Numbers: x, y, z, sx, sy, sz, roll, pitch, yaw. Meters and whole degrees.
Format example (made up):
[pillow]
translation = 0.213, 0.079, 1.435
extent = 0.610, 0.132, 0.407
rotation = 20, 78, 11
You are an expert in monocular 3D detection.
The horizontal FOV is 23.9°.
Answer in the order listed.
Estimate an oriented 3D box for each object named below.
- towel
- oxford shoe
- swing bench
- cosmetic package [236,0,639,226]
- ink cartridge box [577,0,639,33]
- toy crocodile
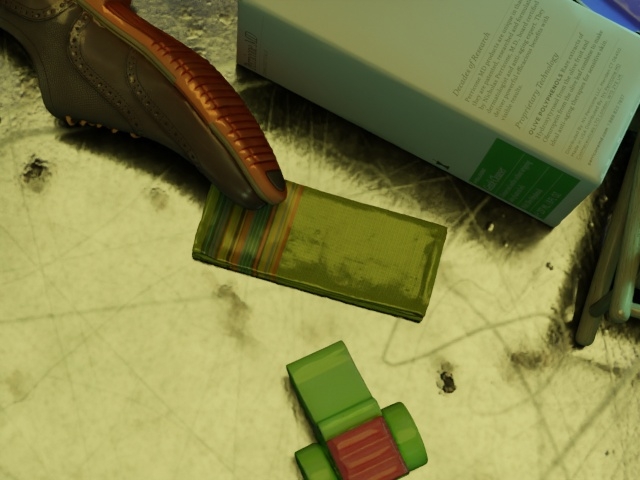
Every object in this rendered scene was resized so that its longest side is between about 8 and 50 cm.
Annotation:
[towel]
translation = 0.000, 0.000, 1.475
extent = 0.237, 0.021, 0.102
rotation = 16, 78, -1
[oxford shoe]
translation = -0.181, -0.145, 1.458
extent = 0.363, 0.130, 0.133
rotation = 46, 100, 8
[swing bench]
translation = 0.404, 0.003, 1.431
extent = 0.253, 0.165, 0.254
rotation = 16, 77, 0
[cosmetic package]
translation = 0.112, -0.177, 1.432
extent = 0.366, 0.197, 0.155
rotation = 26, 78, 3
[ink cartridge box]
translation = 0.357, -0.219, 1.472
extent = 0.206, 0.045, 0.208
rotation = 40, 36, 4
[toy crocodile]
translation = 0.061, 0.255, 1.381
extent = 0.115, 0.105, 0.340
rotation = -19, 80, -8
